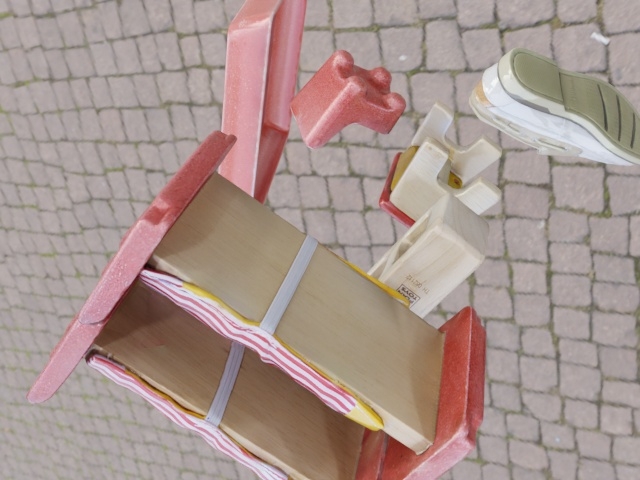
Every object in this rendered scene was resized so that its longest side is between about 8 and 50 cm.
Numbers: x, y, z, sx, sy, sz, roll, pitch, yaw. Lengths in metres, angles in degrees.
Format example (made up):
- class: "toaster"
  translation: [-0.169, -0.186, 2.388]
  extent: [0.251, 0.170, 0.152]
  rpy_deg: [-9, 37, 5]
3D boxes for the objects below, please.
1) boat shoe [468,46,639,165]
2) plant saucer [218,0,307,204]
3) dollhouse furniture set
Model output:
- class: "boat shoe"
  translation: [0.356, -0.181, 1.052]
  extent: [0.302, 0.113, 0.103]
  rpy_deg: [22, 150, -23]
- class: "plant saucer"
  translation: [-0.063, -0.171, 0.787]
  extent: [0.047, 0.258, 0.259]
  rpy_deg: [11, 128, 2]
- class: "dollhouse furniture set"
  translation: [0.000, 0.000, 0.513]
  extent: [0.201, 0.374, 0.152]
  rpy_deg: [36, 123, -8]
